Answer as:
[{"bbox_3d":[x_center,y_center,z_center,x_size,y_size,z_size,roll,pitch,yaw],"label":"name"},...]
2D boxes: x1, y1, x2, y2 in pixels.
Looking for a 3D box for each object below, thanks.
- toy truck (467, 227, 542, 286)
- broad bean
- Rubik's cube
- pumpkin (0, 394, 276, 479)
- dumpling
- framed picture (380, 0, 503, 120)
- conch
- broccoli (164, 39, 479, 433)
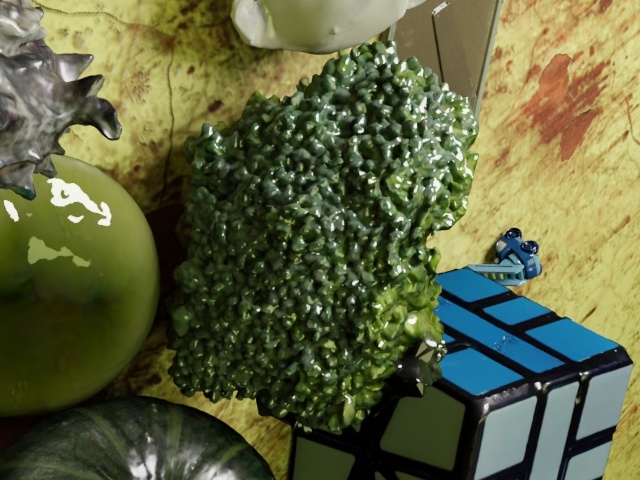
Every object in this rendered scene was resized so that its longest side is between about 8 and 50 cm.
[{"bbox_3d":[0.245,0.032,1.342,0.090,0.073,0.056,-28,128,-12],"label":"toy truck"},{"bbox_3d":[-0.257,0.034,0.853,0.238,0.119,0.291,-51,136,-8],"label":"broad bean"},{"bbox_3d":[0.159,0.225,1.205,0.283,0.288,0.293,-13,120,-38],"label":"Rubik's cube"},{"bbox_3d":[-0.165,0.281,0.877,0.300,0.300,0.207,-15,146,-37],"label":"pumpkin"},{"bbox_3d":[0.014,-0.258,0.945,0.250,0.132,0.162,-26,129,-31],"label":"dumpling"},{"bbox_3d":[0.139,-0.238,1.149,0.184,0.016,0.250,-7,115,-40],"label":"framed picture"},{"bbox_3d":[-0.291,-0.139,0.693,0.313,0.240,0.186,9,142,-21],"label":"conch"},{"bbox_3d":[-0.009,0.012,0.961,0.317,0.277,0.338,101,-4,-62],"label":"broccoli"}]
